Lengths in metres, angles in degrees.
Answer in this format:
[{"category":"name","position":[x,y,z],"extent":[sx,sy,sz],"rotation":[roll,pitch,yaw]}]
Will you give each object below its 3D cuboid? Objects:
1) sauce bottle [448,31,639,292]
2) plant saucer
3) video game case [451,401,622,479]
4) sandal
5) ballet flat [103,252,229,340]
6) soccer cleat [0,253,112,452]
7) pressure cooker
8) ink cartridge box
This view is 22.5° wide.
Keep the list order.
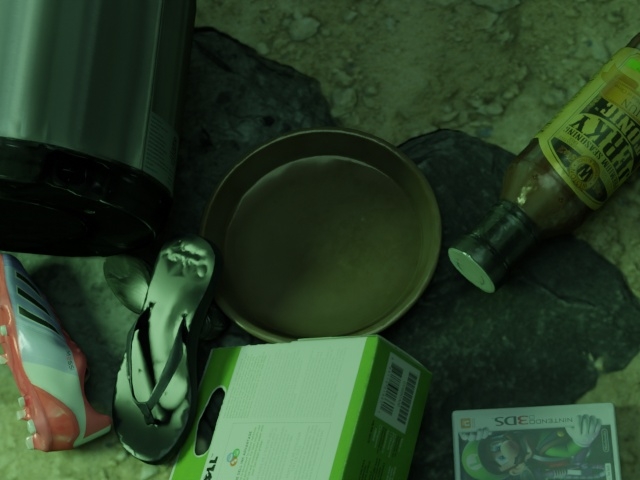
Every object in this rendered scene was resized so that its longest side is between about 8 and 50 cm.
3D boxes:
[{"category":"sauce bottle","position":[0.281,-0.083,1.781],"extent":[0.111,0.111,0.344],"rotation":[38,76,22]},{"category":"plant saucer","position":[0.000,0.000,1.819],"extent":[0.278,0.041,0.278],"rotation":[-3,64,7]},{"category":"video game case","position":[0.227,0.264,1.673],"extent":[0.173,0.022,0.190],"rotation":[-4,65,6]},{"category":"sandal","position":[-0.176,0.115,1.748],"extent":[0.097,0.054,0.254],"rotation":[9,85,23]},{"category":"ballet flat","position":[-0.179,0.065,1.819],"extent":[0.173,0.049,0.057],"rotation":[32,101,25]},{"category":"soccer cleat","position":[-0.307,0.121,1.792],"extent":[0.095,0.083,0.248],"rotation":[-9,59,-23]},{"category":"pressure cooker","position":[-0.317,-0.216,1.765],"extent":[0.375,0.370,0.420],"rotation":[11,76,-22]},{"category":"ink cartridge box","position":[-0.026,0.206,1.705],"extent":[0.255,0.097,0.188],"rotation":[-6,59,43]}]
